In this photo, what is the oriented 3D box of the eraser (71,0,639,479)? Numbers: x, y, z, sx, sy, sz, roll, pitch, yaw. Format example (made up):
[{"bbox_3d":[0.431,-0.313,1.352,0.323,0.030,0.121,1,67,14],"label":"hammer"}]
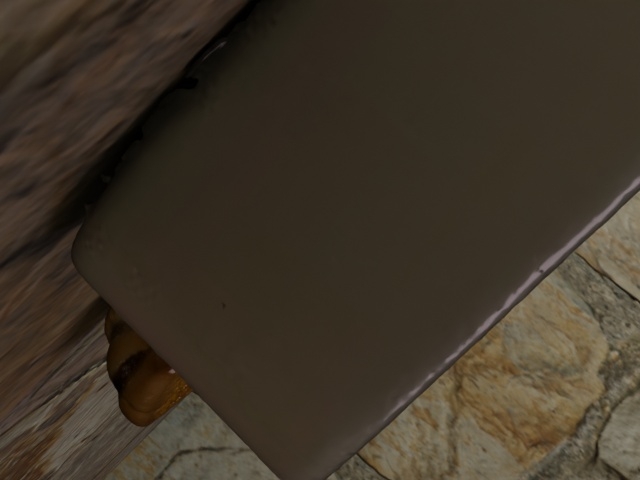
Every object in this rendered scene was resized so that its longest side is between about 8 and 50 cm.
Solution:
[{"bbox_3d":[0.086,-0.086,0.693,0.331,0.150,0.331,-46,177,-3],"label":"eraser"}]

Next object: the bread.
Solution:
[{"bbox_3d":[-0.052,0.020,1.032,0.200,0.077,0.116,-42,178,-24],"label":"bread"}]

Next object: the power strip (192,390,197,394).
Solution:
[{"bbox_3d":[0.000,0.000,1.167,0.118,0.046,0.270,20,-127,43],"label":"power strip"}]
